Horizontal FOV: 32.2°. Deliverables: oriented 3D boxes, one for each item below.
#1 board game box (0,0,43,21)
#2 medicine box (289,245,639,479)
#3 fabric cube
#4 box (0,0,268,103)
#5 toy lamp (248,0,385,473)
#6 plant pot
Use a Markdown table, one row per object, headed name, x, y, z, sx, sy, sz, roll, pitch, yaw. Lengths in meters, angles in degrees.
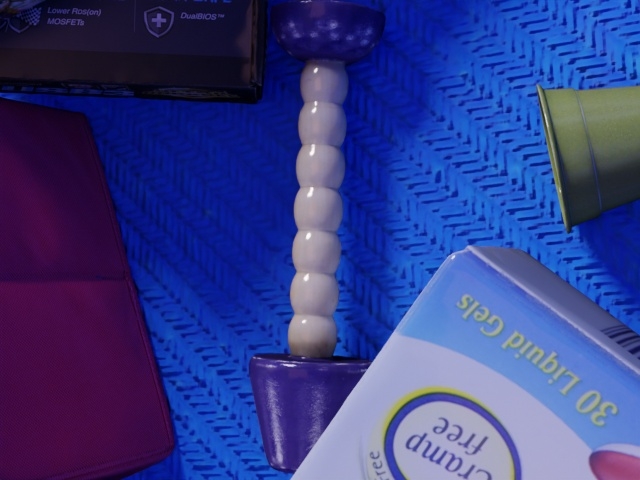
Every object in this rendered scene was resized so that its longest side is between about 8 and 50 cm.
| name | x | y | z | sx | sy | sz | roll | pitch | yaw |
| --- | --- | --- | --- | --- | --- | --- | --- | --- | --- |
| board game box | -0.145 | -0.324 | 0.626 | 0.319 | 0.066 | 0.318 | -27 | 88 | -2 |
| medicine box | 0.110 | 0.193 | 0.568 | 0.263 | 0.149 | 0.289 | 38 | 102 | 20 |
| fabric cube | -0.286 | 0.063 | 0.690 | 0.254 | 0.258 | 0.259 | -21 | 80 | 21 |
| box | -0.176 | -0.240 | 0.692 | 0.296 | 0.073 | 0.293 | 3 | 90 | -2 |
| toy lamp | 0.000 | 0.000 | 0.663 | 0.080 | 0.080 | 0.274 | 4 | 89 | 24 |
| plant pot | 0.164 | -0.052 | 0.596 | 0.079 | 0.083 | 0.083 | -11 | 84 | 10 |
